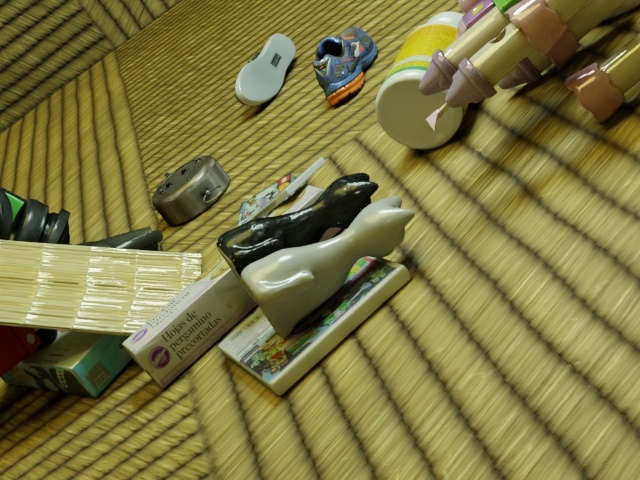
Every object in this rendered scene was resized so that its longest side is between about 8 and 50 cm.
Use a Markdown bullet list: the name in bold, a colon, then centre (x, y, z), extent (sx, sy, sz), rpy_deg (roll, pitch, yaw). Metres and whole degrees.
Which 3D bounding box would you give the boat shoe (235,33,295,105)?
- **boat shoe**: centre (-0.116, -0.311, 2.299), extent (0.076, 0.080, 0.228), rpy_deg (-42, 17, 39)

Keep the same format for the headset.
- **headset**: centre (-0.517, 0.007, 1.927), extent (0.394, 0.243, 0.185), rpy_deg (35, 100, 50)

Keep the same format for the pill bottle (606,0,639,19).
- **pill bottle**: centre (0.324, -0.485, 1.590), extent (0.210, 0.363, 0.210), rpy_deg (-31, 22, 15)

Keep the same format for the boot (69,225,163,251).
- **boot**: centre (-0.337, 0.020, 1.995), extent (0.137, 0.076, 0.198), rpy_deg (-25, 14, -16)

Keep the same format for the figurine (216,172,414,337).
- **figurine**: centre (0.000, 0.000, 1.429), extent (0.209, 0.092, 0.215), rpy_deg (-34, 22, -5)

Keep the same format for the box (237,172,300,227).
- **box**: centre (-0.074, -0.039, 1.745), extent (0.094, 0.027, 0.137), rpy_deg (-30, 22, 13)

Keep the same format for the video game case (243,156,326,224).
- **video game case**: centre (-0.050, -0.063, 1.642), extent (0.087, 0.011, 0.122), rpy_deg (-44, 5, -39)

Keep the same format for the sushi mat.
- **sushi mat**: centre (-0.319, 0.065, 1.637), extent (0.317, 0.019, 0.151), rpy_deg (4, 44, 2)

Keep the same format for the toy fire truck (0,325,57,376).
- **toy fire truck**: centre (-0.522, 0.155, 1.661), extent (0.217, 0.158, 0.246), rpy_deg (-20, 23, 33)

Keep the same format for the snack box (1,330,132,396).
- **snack box**: centre (-0.351, 0.133, 1.769), extent (0.187, 0.060, 0.322), rpy_deg (-48, 24, -27)

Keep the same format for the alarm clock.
- **alarm clock**: centre (-0.208, -0.084, 1.997), extent (0.129, 0.064, 0.192), rpy_deg (-44, 26, -18)

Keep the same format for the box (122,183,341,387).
- **box**: centre (-0.107, 0.054, 1.560), extent (0.324, 0.063, 0.067), rpy_deg (-41, 20, -12)

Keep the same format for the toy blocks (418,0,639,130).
- **toy blocks**: centre (0.201, -0.274, 1.436), extent (0.260, 0.309, 0.288), rpy_deg (-40, 20, 15)

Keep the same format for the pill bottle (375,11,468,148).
- **pill bottle**: centre (0.156, -0.225, 1.653), extent (0.118, 0.117, 0.208), rpy_deg (-21, 26, 34)

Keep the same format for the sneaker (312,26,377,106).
- **sneaker**: centre (0.038, -0.314, 2.049), extent (0.083, 0.087, 0.221), rpy_deg (-27, 24, 22)

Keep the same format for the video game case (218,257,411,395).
- **video game case**: centre (-0.011, 0.085, 1.411), extent (0.201, 0.023, 0.183), rpy_deg (-41, 22, -12)
